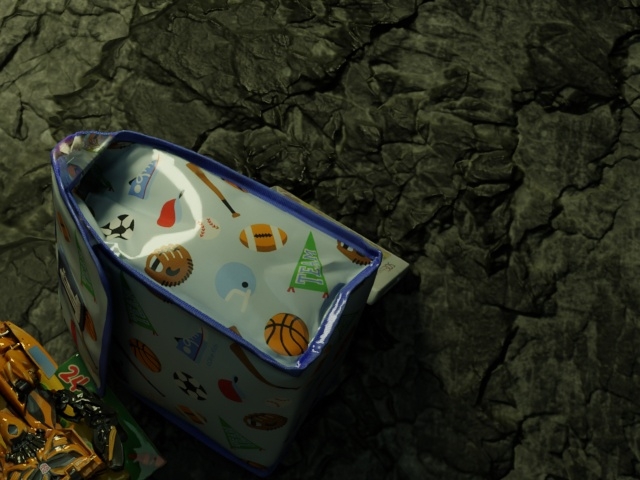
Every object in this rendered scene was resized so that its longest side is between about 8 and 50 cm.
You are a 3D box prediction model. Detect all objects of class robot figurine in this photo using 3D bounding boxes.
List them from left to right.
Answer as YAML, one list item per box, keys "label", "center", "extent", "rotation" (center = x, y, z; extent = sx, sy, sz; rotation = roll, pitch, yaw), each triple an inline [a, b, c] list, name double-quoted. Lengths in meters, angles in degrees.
- label: "robot figurine"
  center: [-0.370, 0.214, 1.250]
  extent: [0.211, 0.085, 0.291]
  rotation: [-40, 73, -20]

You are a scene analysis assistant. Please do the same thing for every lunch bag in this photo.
- label: "lunch bag"
  center: [-0.163, 0.070, 1.288]
  extent: [0.385, 0.327, 0.239]
  rotation: [32, 56, 9]

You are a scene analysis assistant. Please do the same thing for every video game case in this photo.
- label: "video game case"
  center: [0.000, 0.000, 1.425]
  extent: [0.227, 0.206, 0.026]
  rotation: [30, 105, 10]

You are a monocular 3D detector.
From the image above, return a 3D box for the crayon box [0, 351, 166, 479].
- label: "crayon box"
  center: [-0.376, 0.286, 1.308]
  extent: [0.318, 0.081, 0.202]
  rotation: [-36, 72, -20]
